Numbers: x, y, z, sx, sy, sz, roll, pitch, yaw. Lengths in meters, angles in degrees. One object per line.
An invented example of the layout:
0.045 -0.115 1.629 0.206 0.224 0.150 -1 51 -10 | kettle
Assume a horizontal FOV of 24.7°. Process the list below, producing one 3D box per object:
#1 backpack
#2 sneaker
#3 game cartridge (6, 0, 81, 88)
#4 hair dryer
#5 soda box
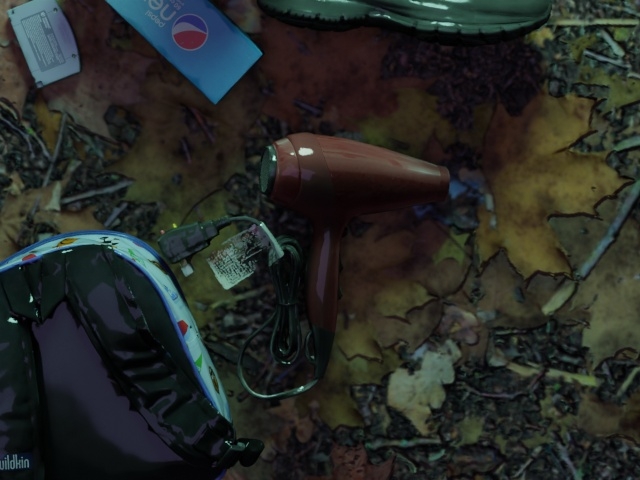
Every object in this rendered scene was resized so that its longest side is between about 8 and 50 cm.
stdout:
-0.223 0.123 1.409 0.276 0.213 0.263 -18 106 -3 | backpack
0.086 -0.259 1.416 0.286 0.109 0.130 8 91 -3 | sneaker
-0.274 -0.201 1.462 0.056 0.017 0.083 -20 97 6 | game cartridge
0.000 0.000 1.459 0.293 0.080 0.224 -35 113 -3 | hair dryer
-0.154 -0.231 1.433 0.210 0.067 0.071 43 96 -5 | soda box
